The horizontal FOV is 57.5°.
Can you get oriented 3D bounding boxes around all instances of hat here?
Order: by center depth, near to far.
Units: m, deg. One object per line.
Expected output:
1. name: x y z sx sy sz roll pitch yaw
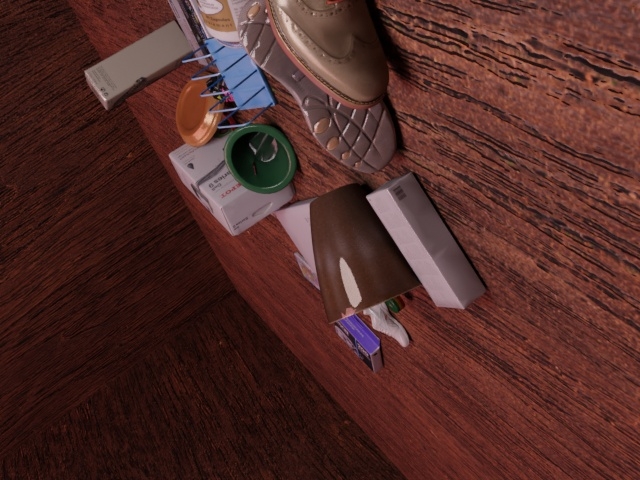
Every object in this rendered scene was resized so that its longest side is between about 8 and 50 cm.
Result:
1. hat: -0.143 -0.245 1.458 0.208 0.173 0.183 56 -159 -23

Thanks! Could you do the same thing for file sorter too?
1. file sorter: -0.196 -0.337 1.243 0.118 0.104 0.170 5 133 41

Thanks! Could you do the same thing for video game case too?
1. video game case: -0.297 -0.507 1.400 0.173 0.022 0.190 34 154 53
2. video game case: -0.022 0.118 1.924 0.166 0.015 0.119 39 158 44

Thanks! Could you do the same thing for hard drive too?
1. hard drive: 0.000 0.000 1.552 0.233 0.047 0.353 57 164 -10

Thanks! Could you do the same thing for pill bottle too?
1. pill bottle: -0.148 -0.439 0.897 0.131 0.131 0.229 43 161 35

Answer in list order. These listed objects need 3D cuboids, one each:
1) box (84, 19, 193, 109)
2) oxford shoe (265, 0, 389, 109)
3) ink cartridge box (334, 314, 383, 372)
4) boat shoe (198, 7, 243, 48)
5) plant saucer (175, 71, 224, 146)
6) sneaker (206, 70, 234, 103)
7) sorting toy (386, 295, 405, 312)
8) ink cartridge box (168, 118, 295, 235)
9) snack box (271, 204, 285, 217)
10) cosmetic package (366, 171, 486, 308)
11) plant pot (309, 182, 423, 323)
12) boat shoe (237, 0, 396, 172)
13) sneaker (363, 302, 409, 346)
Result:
1. box: -0.478 -0.464 1.547 0.094 0.275 0.113 56 166 -10
2. oxford shoe: -0.006 -0.330 0.739 0.348 0.123 0.130 56 159 -11
3. ink cartridge box: 0.115 0.304 1.863 0.206 0.045 0.208 45 161 33
4. boat shoe: -0.195 -0.443 1.149 0.183 0.066 0.066 45 161 31
5. plant saucer: -0.327 -0.349 1.544 0.037 0.200 0.200 9 -156 -45
6. sneaker: -0.215 -0.351 1.388 0.170 0.075 0.063 43 161 35
7. sorting toy: 0.104 0.034 1.316 0.274 0.046 0.132 59 164 -20
8. ink cartridge box: -0.238 -0.178 1.570 0.289 0.211 0.121 42 160 35
9. snack box: -0.136 -0.096 1.794 0.178 0.022 0.064 31 151 55
10. cosmetic package: 0.180 0.003 1.000 0.239 0.060 0.099 57 162 -7
11. plant pot: 0.070 0.015 1.134 0.230 0.215 0.215 66 166 6
12. boat shoe: 0.009 -0.249 0.916 0.324 0.123 0.116 50 -160 -18
13. sneaker: 0.167 0.217 1.496 0.152 0.061 0.054 51 162 7
